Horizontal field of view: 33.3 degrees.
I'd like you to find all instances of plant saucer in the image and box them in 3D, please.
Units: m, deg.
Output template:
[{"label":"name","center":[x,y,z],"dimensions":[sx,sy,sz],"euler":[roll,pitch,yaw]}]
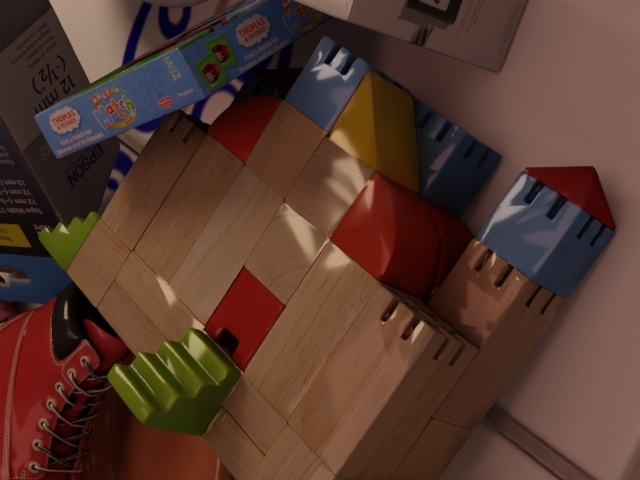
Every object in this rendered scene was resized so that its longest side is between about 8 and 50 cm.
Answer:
[{"label":"plant saucer","center":[-0.132,0.166,0.869],"dimensions":[0.200,0.037,0.200],"euler":[-8,78,44]}]

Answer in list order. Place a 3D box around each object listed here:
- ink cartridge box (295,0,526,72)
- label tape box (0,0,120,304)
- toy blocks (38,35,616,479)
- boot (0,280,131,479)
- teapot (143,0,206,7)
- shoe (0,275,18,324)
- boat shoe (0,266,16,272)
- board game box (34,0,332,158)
[{"label":"ink cartridge box","center":[0.029,-0.161,0.650],"dimensions":[0.104,0.180,0.060],"euler":[33,108,43]},{"label":"label tape box","center":[-0.319,-0.104,0.941],"dimensions":[0.249,0.347,0.115],"euler":[4,44,30]},{"label":"toy blocks","center":[0.000,0.000,0.686],"dimensions":[0.381,0.191,0.261],"euler":[41,101,40]},{"label":"boot","center":[-0.208,0.158,0.861],"dimensions":[0.176,0.088,0.244],"euler":[-28,62,38]},{"label":"teapot","center":[-0.183,-0.335,0.887],"dimensions":[0.252,0.187,0.256],"euler":[-127,16,-58]},{"label":"shoe","center":[-0.359,0.122,1.081],"dimensions":[0.178,0.063,0.081],"euler":[-58,44,17]},{"label":"boat shoe","center":[-0.329,-0.060,1.076],"dimensions":[0.066,0.063,0.184],"euler":[-2,83,45]},{"label":"board game box","center":[-0.073,-0.133,0.741],"dimensions":[0.160,0.211,0.039],"euler":[-14,109,43]}]
